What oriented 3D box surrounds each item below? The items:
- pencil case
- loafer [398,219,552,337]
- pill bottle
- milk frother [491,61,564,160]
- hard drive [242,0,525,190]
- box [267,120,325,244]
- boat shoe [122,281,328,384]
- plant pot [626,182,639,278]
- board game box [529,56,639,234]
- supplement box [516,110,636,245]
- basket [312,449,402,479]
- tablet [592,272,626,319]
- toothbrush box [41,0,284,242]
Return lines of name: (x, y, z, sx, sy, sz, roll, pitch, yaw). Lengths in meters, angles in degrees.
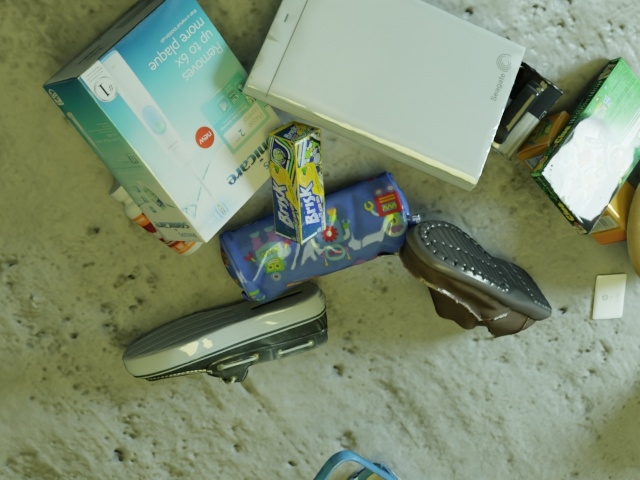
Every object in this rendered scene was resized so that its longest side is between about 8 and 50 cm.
pencil case: (0.000, 0.000, 1.836, 0.306, 0.119, 0.133, -20, 91, -1)
loafer: (0.232, 0.085, 1.857, 0.130, 0.134, 0.366, -43, 138, 18)
pill bottle: (-0.240, -0.050, 1.791, 0.152, 0.086, 0.086, 37, 101, -21)
milk frother: (0.273, -0.220, 1.824, 0.143, 0.129, 0.134, 42, 102, 21)
hard drive: (0.095, -0.244, 1.695, 0.353, 0.047, 0.233, 23, 73, -5)
box: (-0.033, -0.082, 1.711, 0.059, 0.054, 0.169, -34, 133, -39)
boat shoe: (-0.141, 0.173, 1.880, 0.335, 0.121, 0.119, -17, 110, -6)
plant pot: (0.586, -0.034, 1.924, 0.236, 0.032, 0.236, -11, 109, -35)
board game box: (0.434, -0.148, 1.836, 0.136, 0.030, 0.259, 47, 66, -18)
supplement box: (0.418, -0.097, 1.889, 0.233, 0.080, 0.078, 45, 57, -23)
basket: (0.061, 0.492, 2.004, 0.289, 0.201, 0.255, 30, 105, -30)
tablet: (0.495, 0.096, 2.032, 0.054, 0.006, 0.083, -3, 112, -9)
toothbrush box: (-0.206, -0.174, 1.680, 0.216, 0.126, 0.295, -47, 117, -25)
